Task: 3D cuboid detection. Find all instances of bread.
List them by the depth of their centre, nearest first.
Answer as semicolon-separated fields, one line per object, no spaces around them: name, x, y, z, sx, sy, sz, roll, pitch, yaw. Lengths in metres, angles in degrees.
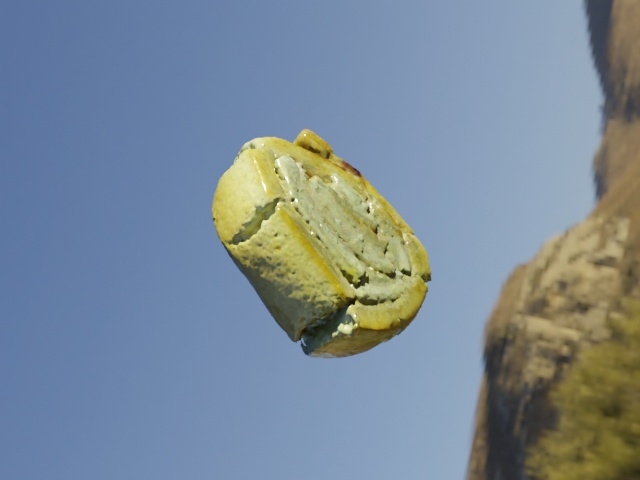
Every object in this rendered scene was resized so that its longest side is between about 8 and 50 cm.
bread;0.000;0.000;0.876;0.064;0.156;0.117;-38;5;37
